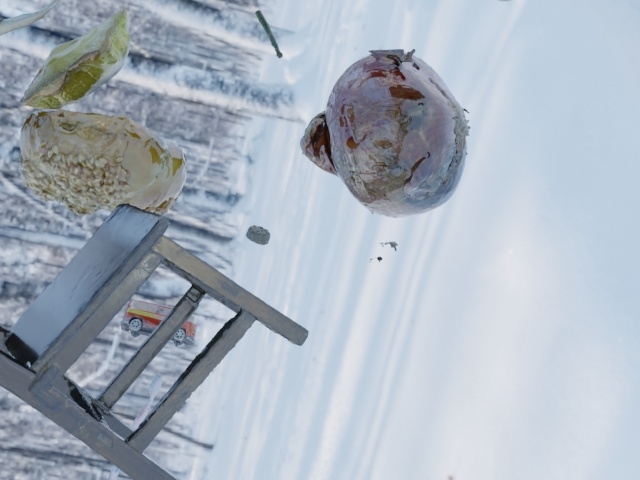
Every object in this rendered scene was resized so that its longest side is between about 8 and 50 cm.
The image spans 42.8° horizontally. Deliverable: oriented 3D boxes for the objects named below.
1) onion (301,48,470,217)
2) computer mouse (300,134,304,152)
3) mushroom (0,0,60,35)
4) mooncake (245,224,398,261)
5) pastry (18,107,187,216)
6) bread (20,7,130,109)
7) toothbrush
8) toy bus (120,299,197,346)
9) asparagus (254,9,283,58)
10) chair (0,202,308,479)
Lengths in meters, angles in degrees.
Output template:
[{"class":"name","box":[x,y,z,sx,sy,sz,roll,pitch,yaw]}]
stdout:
[{"class":"onion","box":[0.148,-0.214,1.604,0.353,0.354,0.353,-167,90,-82]},{"class":"computer mouse","box":[0.085,-0.298,2.090,0.379,0.167,0.090,-35,29,49]},{"class":"mushroom","box":[-0.562,-0.319,1.323,0.068,0.306,0.043,46,162,32]},{"class":"mooncake","box":[0.000,0.012,1.917,0.150,0.347,0.057,-103,14,-60]},{"class":"pastry","box":[-0.373,-0.117,1.404,0.311,0.255,0.161,21,-108,-67]},{"class":"bread","box":[-0.435,-0.317,1.480,0.233,0.088,0.160,-19,31,27]},{"class":"toothbrush","box":[-0.407,0.417,1.790,0.269,0.021,0.027,-65,25,0]},{"class":"toy bus","box":[-0.368,0.191,1.882,0.079,0.174,0.077,117,164,-65]},{"class":"asparagus","box":[-0.108,-0.436,1.729,0.015,0.018,0.127,-47,62,47]},{"class":"chair","box":[-0.257,0.048,0.860,0.240,0.416,0.203,-50,24,-11]}]
